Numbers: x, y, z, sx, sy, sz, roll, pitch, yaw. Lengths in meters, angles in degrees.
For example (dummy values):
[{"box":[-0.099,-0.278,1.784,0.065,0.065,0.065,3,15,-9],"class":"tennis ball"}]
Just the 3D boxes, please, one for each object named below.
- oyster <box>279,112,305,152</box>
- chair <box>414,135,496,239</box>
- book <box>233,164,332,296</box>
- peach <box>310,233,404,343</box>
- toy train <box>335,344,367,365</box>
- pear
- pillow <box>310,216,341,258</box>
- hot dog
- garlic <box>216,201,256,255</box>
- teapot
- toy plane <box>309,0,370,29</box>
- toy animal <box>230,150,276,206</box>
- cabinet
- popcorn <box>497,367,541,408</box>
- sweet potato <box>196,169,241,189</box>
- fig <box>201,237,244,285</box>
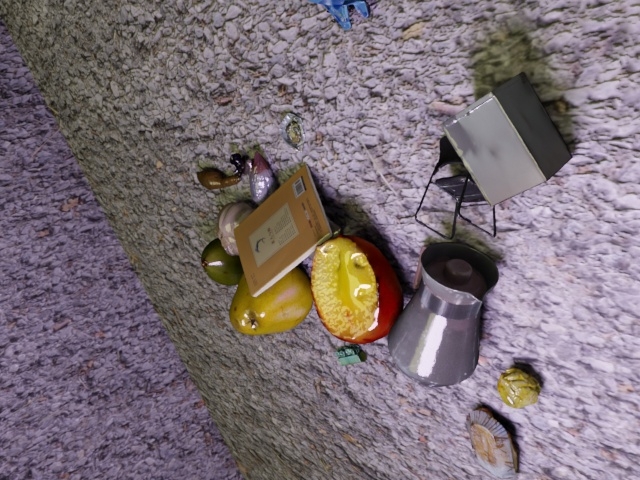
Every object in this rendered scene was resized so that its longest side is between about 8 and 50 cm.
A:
[{"box":[-0.077,-0.331,1.818,0.098,0.037,0.100,31,121,3],"class":"oyster"},{"box":[0.337,-0.128,1.420,0.145,0.221,0.140,25,162,-36],"class":"chair"},{"box":[-0.131,-0.026,1.906,0.389,0.032,0.269,-38,58,33],"class":"book"},{"box":[0.101,0.135,1.758,0.281,0.281,0.338,10,140,46],"class":"peach"},{"box":[0.109,0.418,2.185,0.071,0.038,0.148,56,145,-4],"class":"toy train"},{"box":[-0.175,0.215,2.104,0.284,0.336,0.285,22,145,17],"class":"pear"},{"box":[0.000,0.000,1.946,0.134,0.077,0.182,38,145,29],"class":"pillow"},{"box":[0.523,0.617,1.813,0.162,0.081,0.271,27,144,48],"class":"hot dog"},{"box":[-0.296,-0.035,2.208,0.227,0.152,0.228,27,131,37],"class":"garlic"},{"box":[0.320,0.183,1.598,0.300,0.253,0.344,-114,27,-48],"class":"teapot"},{"box":[0.017,-0.599,1.447,0.246,0.078,0.169,26,136,45],"class":"toy plane"},{"box":[-0.197,-0.170,2.032,0.324,0.090,0.195,62,152,7],"class":"toy animal"},{"box":[0.388,-0.208,1.245,0.145,0.150,0.206,-29,94,50],"class":"cabinet"},{"box":[0.531,0.393,1.608,0.106,0.116,0.121,-11,120,6],"class":"popcorn"},{"box":[-0.390,-0.224,2.238,0.269,0.074,0.075,11,125,41],"class":"sweet potato"},{"box":[-0.384,0.085,2.353,0.202,0.225,0.203,6,100,36],"class":"fig"}]
